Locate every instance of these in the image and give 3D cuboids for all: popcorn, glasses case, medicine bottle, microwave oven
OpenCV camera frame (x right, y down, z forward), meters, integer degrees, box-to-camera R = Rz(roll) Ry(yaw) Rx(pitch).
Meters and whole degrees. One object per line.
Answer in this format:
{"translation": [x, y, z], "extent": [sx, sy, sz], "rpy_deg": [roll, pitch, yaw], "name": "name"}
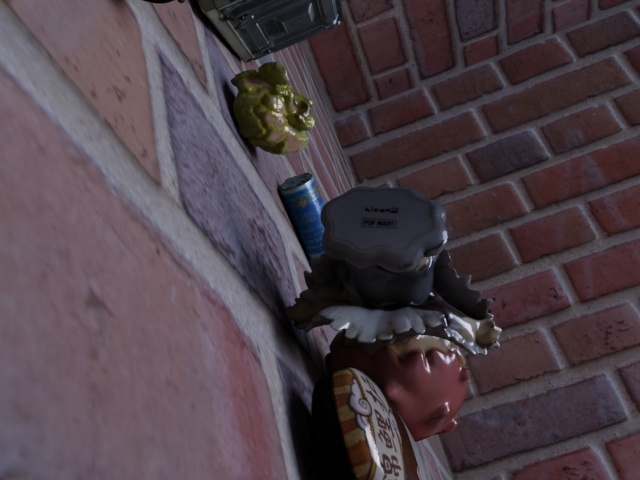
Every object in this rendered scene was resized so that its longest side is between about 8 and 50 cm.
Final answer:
{"translation": [-0.059, -0.152, 0.802], "extent": [0.097, 0.089, 0.109], "rpy_deg": [-53, 126, -69], "name": "popcorn"}
{"translation": [0.066, 0.238, 0.633], "extent": [0.122, 0.082, 0.321], "rpy_deg": [-100, 168, -46], "name": "glasses case"}
{"translation": [0.000, 0.000, 0.942], "extent": [0.051, 0.051, 0.191], "rpy_deg": [-94, 162, -67], "name": "medicine bottle"}
{"translation": [-0.062, -0.345, 0.875], "extent": [0.240, 0.194, 0.145], "rpy_deg": [-11, 82, -85], "name": "microwave oven"}

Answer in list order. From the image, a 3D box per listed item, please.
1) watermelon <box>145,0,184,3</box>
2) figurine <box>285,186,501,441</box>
{"translation": [-0.126, -0.220, 0.484], "extent": [0.078, 0.078, 0.110], "rpy_deg": [-31, 101, -83], "name": "watermelon"}
{"translation": [0.080, 0.109, 0.708], "extent": [0.386, 0.207, 0.166], "rpy_deg": [77, 19, -47], "name": "figurine"}
